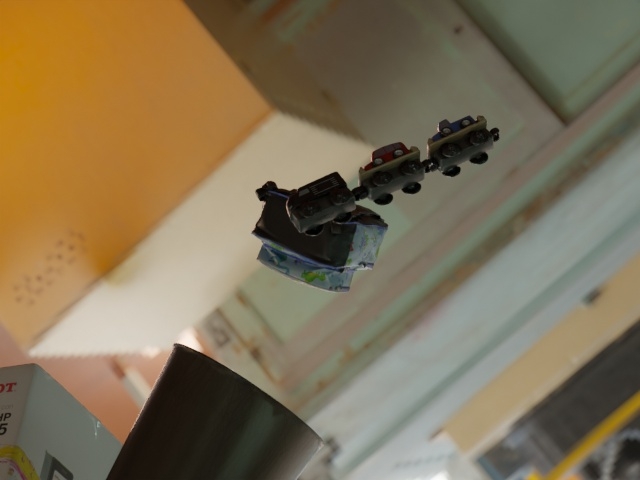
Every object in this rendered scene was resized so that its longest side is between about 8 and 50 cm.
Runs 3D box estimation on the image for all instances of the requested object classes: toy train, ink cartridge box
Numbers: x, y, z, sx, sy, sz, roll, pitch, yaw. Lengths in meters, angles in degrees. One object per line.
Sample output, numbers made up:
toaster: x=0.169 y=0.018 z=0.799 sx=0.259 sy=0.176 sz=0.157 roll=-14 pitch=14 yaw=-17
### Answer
toy train: x=0.049 y=-0.047 z=1.106 sx=0.158 sy=0.036 sz=0.027 roll=-23 pitch=139 yaw=-16
ink cartridge box: x=-0.364 y=0.303 z=1.787 sx=0.198 sy=0.270 sz=0.197 roll=-10 pitch=142 yaw=24

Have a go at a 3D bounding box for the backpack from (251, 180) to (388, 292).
backpack: x=0.000 y=0.000 z=1.509 sx=0.114 sy=0.105 sz=0.084 roll=0 pitch=110 yaw=-64

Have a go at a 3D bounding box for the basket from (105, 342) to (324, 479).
basket: x=-0.125 y=0.240 z=1.533 sx=0.227 sy=0.154 sz=0.204 roll=-58 pitch=146 yaw=-12
